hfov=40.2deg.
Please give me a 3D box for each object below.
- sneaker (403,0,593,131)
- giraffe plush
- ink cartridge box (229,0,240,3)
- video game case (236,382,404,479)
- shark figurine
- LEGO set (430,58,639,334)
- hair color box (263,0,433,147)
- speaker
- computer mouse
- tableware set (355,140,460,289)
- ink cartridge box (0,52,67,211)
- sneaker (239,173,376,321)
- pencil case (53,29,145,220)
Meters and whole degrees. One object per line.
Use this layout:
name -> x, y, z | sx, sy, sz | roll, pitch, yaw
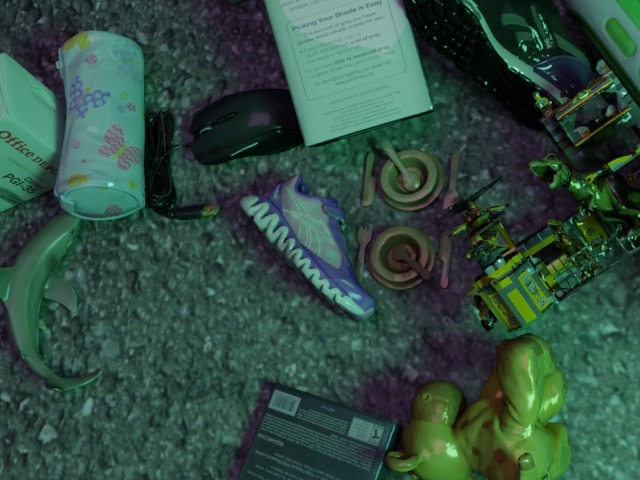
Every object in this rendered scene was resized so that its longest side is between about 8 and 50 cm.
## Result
sneaker -> 0.222, -0.267, 1.080 | 0.124, 0.283, 0.107 | -58, 22, -17
giraffe plush -> 0.168, 0.209, 0.951 | 0.171, 0.181, 0.210 | -8, 51, 27
ink cartridge box -> -0.071, -0.453, 1.269 | 0.208, 0.153, 0.086 | -21, 67, 10
video game case -> -0.030, 0.317, 1.008 | 0.196, 0.026, 0.274 | 10, 74, 43
shark figurine -> -0.408, 0.093, 1.199 | 0.166, 0.116, 0.278 | -17, 65, 13
LEGO set -> 0.260, -0.066, 0.952 | 0.331, 0.255, 0.192 | -36, 88, 20
hair color box -> 0.020, -0.311, 1.135 | 0.174, 0.105, 0.347 | -15, 94, 9
speaker -> 0.410, -0.230, 1.050 | 0.131, 0.131, 0.296 | -29, 65, 5
computer mouse -> -0.136, -0.125, 1.220 | 0.262, 0.060, 0.184 | -6, 68, 16
tableware set -> 0.108, -0.033, 1.121 | 0.128, 0.039, 0.194 | 2, 71, 18
ink cartridge box -> -0.516, -0.127, 1.258 | 0.283, 0.207, 0.117 | -22, 67, 9
sneaker -> 0.000, 0.000, 1.119 | 0.104, 0.095, 0.236 | -39, 63, -8
pencil case -> -0.313, -0.166, 1.249 | 0.113, 0.124, 0.273 | -37, 53, 50
